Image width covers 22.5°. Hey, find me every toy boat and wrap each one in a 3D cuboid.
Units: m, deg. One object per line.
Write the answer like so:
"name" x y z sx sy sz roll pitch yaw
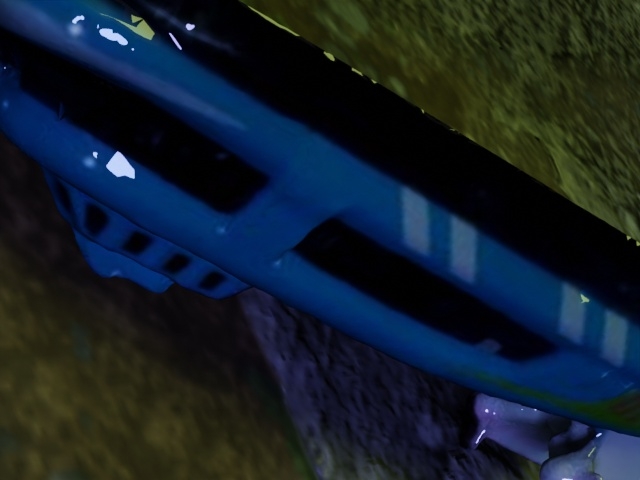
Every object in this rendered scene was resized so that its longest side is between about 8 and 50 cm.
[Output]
"toy boat" 0.000 0.000 0.475 0.298 0.092 0.134 28 4 -27
